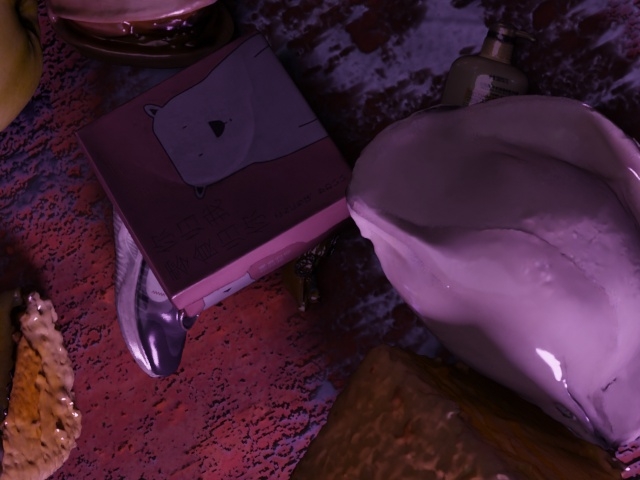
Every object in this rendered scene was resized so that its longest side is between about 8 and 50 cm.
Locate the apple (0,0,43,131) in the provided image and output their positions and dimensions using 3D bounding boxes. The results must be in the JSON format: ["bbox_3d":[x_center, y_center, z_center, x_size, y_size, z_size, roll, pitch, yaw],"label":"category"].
[{"bbox_3d":[-0.420,-0.205,1.505,0.279,0.279,0.279,1,93,19],"label":"apple"}]

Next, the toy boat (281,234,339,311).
[{"bbox_3d":[0.000,0.000,1.472,0.049,0.047,0.149,21,92,10],"label":"toy boat"}]

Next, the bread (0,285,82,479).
[{"bbox_3d":[-0.374,0.189,1.557,0.204,0.162,0.262,-10,48,21],"label":"bread"}]

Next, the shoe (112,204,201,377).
[{"bbox_3d":[-0.150,0.026,1.505,0.112,0.099,0.227,-7,89,14],"label":"shoe"}]

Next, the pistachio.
[{"bbox_3d":[-0.188,-0.244,1.494,0.206,0.131,0.129,8,141,13],"label":"pistachio"}]

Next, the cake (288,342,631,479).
[{"bbox_3d":[0.145,0.259,1.338,0.227,0.286,0.222,-58,41,13],"label":"cake"}]

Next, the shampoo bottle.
[{"bbox_3d":[0.154,-0.130,1.396,0.079,0.079,0.162,17,98,17],"label":"shampoo bottle"}]

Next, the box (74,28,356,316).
[{"bbox_3d":[-0.094,-0.062,1.423,0.215,0.086,0.215,-31,69,-6],"label":"box"}]

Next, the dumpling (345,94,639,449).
[{"bbox_3d":[0.203,0.005,1.327,0.341,0.181,0.260,37,75,15],"label":"dumpling"}]
